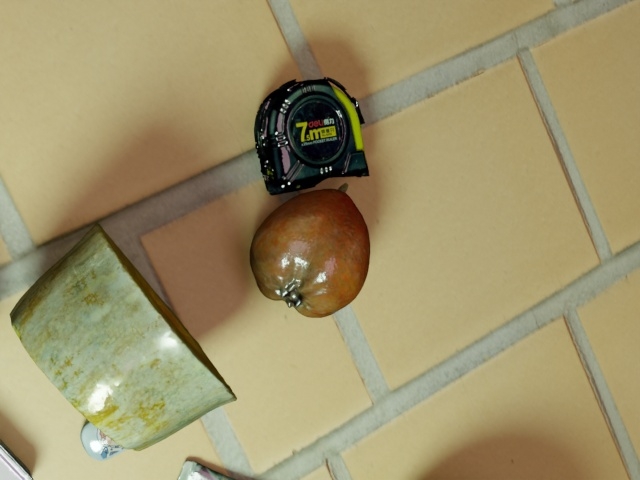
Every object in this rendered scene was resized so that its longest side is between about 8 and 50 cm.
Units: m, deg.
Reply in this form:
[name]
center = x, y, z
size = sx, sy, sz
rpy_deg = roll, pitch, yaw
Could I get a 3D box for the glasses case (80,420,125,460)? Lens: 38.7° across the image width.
[glasses case]
center = -0.293, 0.284, 1.447
size = 0.179, 0.045, 0.067
rpy_deg = -27, 98, -20

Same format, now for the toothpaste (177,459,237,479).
[toothpaste]
center = -0.136, 0.425, 1.515
size = 0.216, 0.037, 0.061
rpy_deg = 23, 81, -15

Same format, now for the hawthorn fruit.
[hawthorn fruit]
center = 0.000, 0.000, 1.512
size = 0.199, 0.199, 0.251
rpy_deg = 37, 62, -17

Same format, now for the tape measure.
[tape measure]
center = -0.019, -0.181, 1.542
size = 0.199, 0.112, 0.186
rpy_deg = -14, 101, -28

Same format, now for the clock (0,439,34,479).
[clock]
center = -0.533, 0.337, 1.332
size = 0.145, 0.073, 0.193
rpy_deg = -42, 103, -18

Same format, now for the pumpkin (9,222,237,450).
[pumpkin]
center = -0.294, 0.159, 1.320
size = 0.199, 0.332, 0.332
rpy_deg = -40, 103, -5
